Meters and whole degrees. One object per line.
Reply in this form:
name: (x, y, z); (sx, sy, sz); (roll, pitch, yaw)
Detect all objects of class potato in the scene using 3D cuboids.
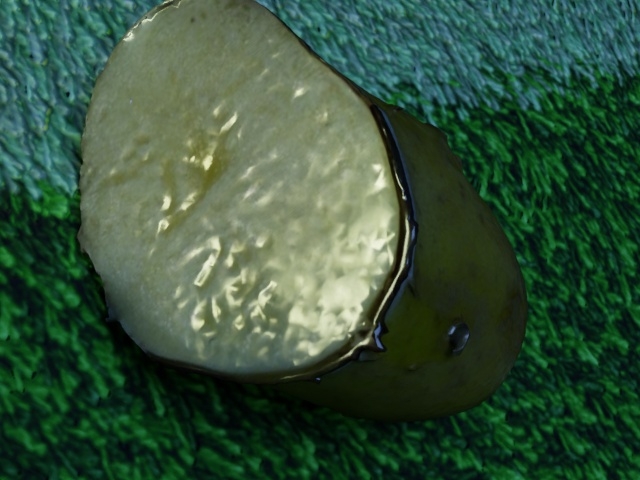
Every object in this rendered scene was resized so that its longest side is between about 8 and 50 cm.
potato: (0.000, 0.000, 1.112); (0.397, 0.290, 0.296); (38, 9, 35)
